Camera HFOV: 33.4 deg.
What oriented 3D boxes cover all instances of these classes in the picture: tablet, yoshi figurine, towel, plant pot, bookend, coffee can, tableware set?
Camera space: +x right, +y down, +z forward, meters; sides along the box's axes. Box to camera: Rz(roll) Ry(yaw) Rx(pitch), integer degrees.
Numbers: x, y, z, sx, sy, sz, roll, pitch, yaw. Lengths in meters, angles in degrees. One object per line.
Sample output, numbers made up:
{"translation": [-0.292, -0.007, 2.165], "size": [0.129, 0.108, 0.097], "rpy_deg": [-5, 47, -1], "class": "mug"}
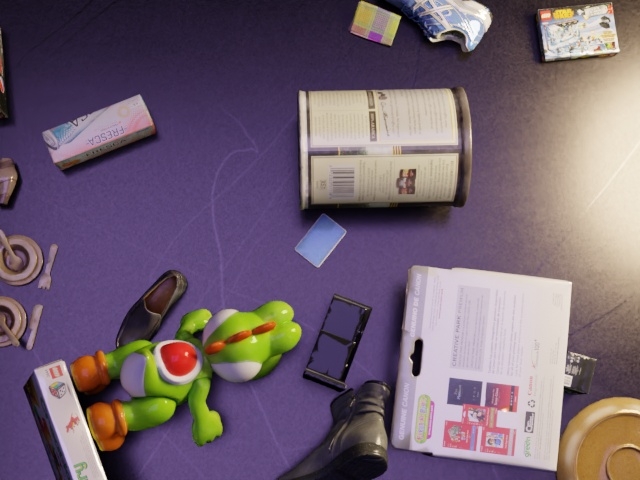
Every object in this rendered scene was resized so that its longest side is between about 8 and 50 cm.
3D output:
{"translation": [0.000, 0.000, 1.856], "size": [0.054, 0.006, 0.083], "rpy_deg": [38, 81, 4], "class": "tablet"}
{"translation": [-0.202, 0.208, 1.734], "size": [0.362, 0.203, 0.204], "rpy_deg": [-21, 113, -5], "class": "yoshi figurine"}
{"translation": [0.096, -0.388, 1.907], "size": [0.083, 0.009, 0.060], "rpy_deg": [20, 109, 3], "class": "towel"}
{"translation": [0.515, 0.383, 1.799], "size": [0.236, 0.032, 0.236], "rpy_deg": [0, 80, -2], "class": "plant pot"}
{"translation": [0.031, 0.163, 1.755], "size": [0.072, 0.156, 0.157], "rpy_deg": [21, 80, 2], "class": "bookend"}
{"translation": [0.100, -0.154, 1.785], "size": [0.275, 0.201, 0.202], "rpy_deg": [-1, 81, -2], "class": "coffee can"}
{"translation": [-0.530, 0.084, 1.808], "size": [0.128, 0.039, 0.194], "rpy_deg": [11, 81, 0], "class": "tableware set"}

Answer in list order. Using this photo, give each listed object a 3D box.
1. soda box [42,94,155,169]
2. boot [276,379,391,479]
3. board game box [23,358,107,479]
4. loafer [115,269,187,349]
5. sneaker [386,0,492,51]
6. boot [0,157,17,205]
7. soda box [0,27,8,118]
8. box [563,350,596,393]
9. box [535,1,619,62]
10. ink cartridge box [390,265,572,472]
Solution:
{"translation": [-0.381, -0.187, 1.847], "size": [0.183, 0.058, 0.063], "rpy_deg": [-22, 82, -6], "class": "soda box"}
{"translation": [0.024, 0.337, 1.758], "size": [0.083, 0.246, 0.161], "rpy_deg": [39, 36, -28], "class": "boot"}
{"translation": [-0.390, 0.352, 1.691], "size": [0.053, 0.193, 0.305], "rpy_deg": [-19, 81, -24], "class": "board game box"}
{"translation": [-0.291, 0.119, 1.799], "size": [0.062, 0.061, 0.170], "rpy_deg": [32, 82, 2], "class": "loafer"}
{"translation": [0.196, -0.404, 1.889], "size": [0.211, 0.080, 0.081], "rpy_deg": [22, 78, 3], "class": "sneaker"}
{"translation": [-0.582, -0.102, 1.840], "size": [0.118, 0.042, 0.087], "rpy_deg": [0, 75, -3], "class": "boot"}
{"translation": [-0.582, -0.297, 1.857], "size": [0.053, 0.060, 0.169], "rpy_deg": [-7, 81, -2], "class": "soda box"}
{"translation": [0.421, 0.223, 1.794], "size": [0.052, 0.083, 0.062], "rpy_deg": [16, 81, 0], "class": "box"}
{"translation": [0.461, -0.373, 1.919], "size": [0.137, 0.027, 0.094], "rpy_deg": [-6, 83, -3], "class": "box"}
{"translation": [0.257, 0.209, 1.768], "size": [0.271, 0.130, 0.310], "rpy_deg": [8, 80, -1], "class": "ink cartridge box"}
